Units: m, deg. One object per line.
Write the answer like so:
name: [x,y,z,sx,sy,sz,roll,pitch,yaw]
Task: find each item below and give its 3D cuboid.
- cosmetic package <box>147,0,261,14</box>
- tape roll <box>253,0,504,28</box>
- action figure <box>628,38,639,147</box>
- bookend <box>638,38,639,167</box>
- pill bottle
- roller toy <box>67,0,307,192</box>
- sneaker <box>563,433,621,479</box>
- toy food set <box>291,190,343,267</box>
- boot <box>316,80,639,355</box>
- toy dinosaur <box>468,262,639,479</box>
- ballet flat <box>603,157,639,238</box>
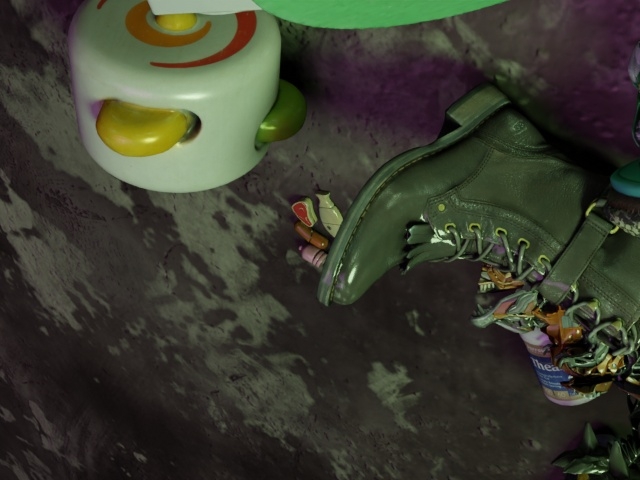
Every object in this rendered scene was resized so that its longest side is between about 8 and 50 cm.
cosmetic package: [-0.062,-0.284,0.693,0.151,0.151,0.183,9,132,38]
tape roll: [0.101,-0.207,0.444,0.321,0.321,0.077,-25,79,52]
action figure: [0.259,-0.151,0.603,0.137,0.063,0.232,39,142,25]
bookend: [0.243,-0.132,0.512,0.156,0.072,0.157,-7,102,57]
pill bottle: [0.226,0.092,0.878,0.067,0.067,0.120,0,127,43]
roller toy: [-0.135,-0.153,0.855,0.191,0.209,0.146,46,148,30]
sneaker: [0.312,0.285,1.012,0.082,0.069,0.209,4,128,-3]
toy food set: [0.000,0.000,1.035,0.078,0.019,0.122,1,127,42]
boot: [0.152,0.009,0.718,0.229,0.263,0.091,40,162,14]
toy dinosaur: [0.282,0.109,0.763,0.322,0.218,0.164,15,177,29]
ballet flat: [0.393,-0.019,0.521,0.483,0.164,0.182,-20,98,48]
